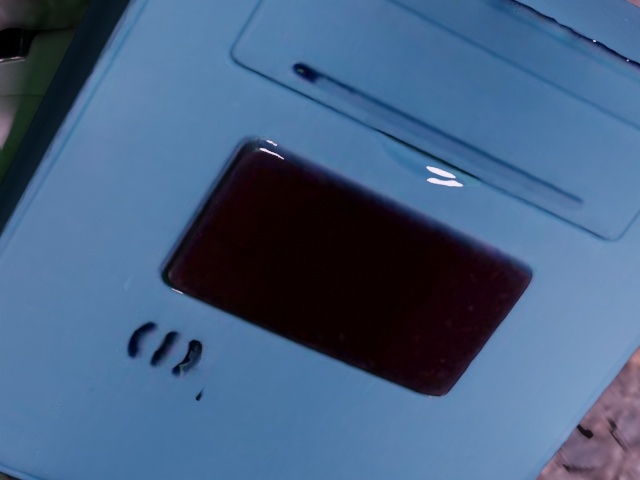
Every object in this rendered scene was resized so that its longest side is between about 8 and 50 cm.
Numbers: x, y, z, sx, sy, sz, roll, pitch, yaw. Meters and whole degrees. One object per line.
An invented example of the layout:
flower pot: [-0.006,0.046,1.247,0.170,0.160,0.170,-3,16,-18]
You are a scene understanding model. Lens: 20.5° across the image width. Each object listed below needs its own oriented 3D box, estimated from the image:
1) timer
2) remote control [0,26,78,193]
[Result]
timer: [0.000,0.000,0.651,0.231,0.091,0.250,25,112,-22]
remote control: [-0.107,-0.030,0.660,0.256,0.045,0.097,-15,106,-7]
